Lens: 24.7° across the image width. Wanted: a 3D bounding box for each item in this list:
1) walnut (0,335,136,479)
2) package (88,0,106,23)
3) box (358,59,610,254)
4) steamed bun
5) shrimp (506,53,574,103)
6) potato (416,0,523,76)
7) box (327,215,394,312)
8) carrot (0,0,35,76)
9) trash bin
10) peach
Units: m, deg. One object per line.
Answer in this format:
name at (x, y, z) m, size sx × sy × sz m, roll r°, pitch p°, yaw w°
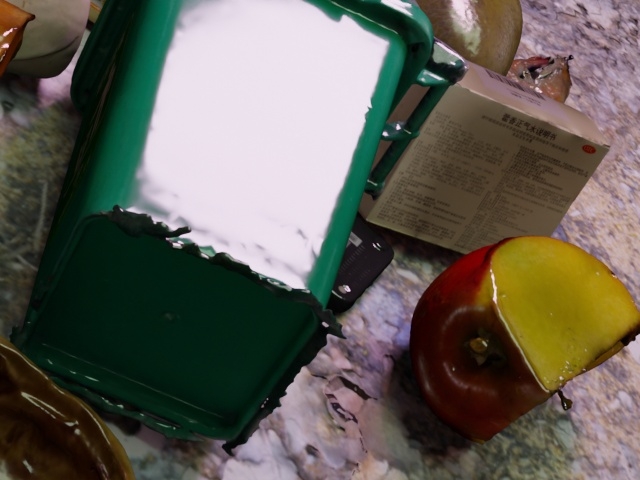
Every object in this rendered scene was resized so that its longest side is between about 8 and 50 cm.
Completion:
walnut at (-0.222, 0.144, 0.918) m, size 0.211 × 0.087 × 0.167 m, roll 38°, pitch 28°, yaw -10°
package at (-0.204, -0.235, 1.398) m, size 0.120 × 0.031 × 0.108 m, roll 36°, pitch 35°, yaw -8°
box at (0.151, -0.080, 1.446) m, size 0.212 × 0.168 × 0.095 m, roll 18°, pitch 26°, yaw -32°
steamed bun at (-0.279, -0.263, 1.245) m, size 0.170 × 0.152 × 0.239 m, roll 6°, pitch 46°, yaw -40°
shrimp at (0.274, -0.206, 1.831) m, size 0.101 × 0.042 × 0.190 m, roll 39°, pitch 35°, yaw 8°
potato at (0.145, -0.240, 1.642) m, size 0.174 × 0.159 × 0.251 m, roll 9°, pitch 50°, yaw -5°
box at (0.000, 0.000, 1.348) m, size 0.126 × 0.027 × 0.125 m, roll 42°, pitch 35°, yaw 1°
carrot at (-0.338, -0.158, 1.074) m, size 0.225 × 0.159 × 0.159 m, roll 34°, pitch 35°, yaw -8°
trash bin at (-0.066, -0.047, 1.139) m, size 0.295 × 0.259 × 0.381 m, roll 24°, pitch 44°, yaw -12°
peach at (0.175, 0.076, 1.319) m, size 0.267 × 0.159 × 0.154 m, roll -26°, pitch 83°, yaw -52°
